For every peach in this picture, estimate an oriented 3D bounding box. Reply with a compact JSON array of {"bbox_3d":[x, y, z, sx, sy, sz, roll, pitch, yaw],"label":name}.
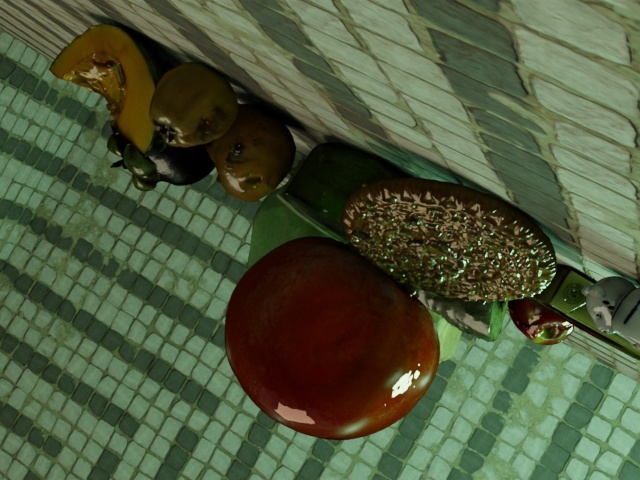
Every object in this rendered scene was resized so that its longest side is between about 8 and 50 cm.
[{"bbox_3d":[0.395,0.109,1.879,0.092,0.127,0.172,21,-152,-28],"label":"peach"}]

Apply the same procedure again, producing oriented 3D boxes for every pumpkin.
[{"bbox_3d":[-0.313,-0.285,1.749,0.312,0.169,0.148,38,-150,29],"label":"pumpkin"}]

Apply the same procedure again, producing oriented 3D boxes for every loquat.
[{"bbox_3d":[-0.197,-0.205,1.589,0.137,0.137,0.113,30,168,-16],"label":"loquat"}]

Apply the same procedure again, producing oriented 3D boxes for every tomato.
[{"bbox_3d":[0.018,0.152,1.596,0.325,0.290,0.293,39,180,9],"label":"tomato"}]

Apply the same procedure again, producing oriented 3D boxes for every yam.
[{"bbox_3d":[0.241,0.080,1.960,0.254,0.154,0.154,23,176,29],"label":"yam"}]

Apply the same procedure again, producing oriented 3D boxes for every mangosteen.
[{"bbox_3d":[-0.309,-0.202,2.105,0.243,0.243,0.243,29,179,1],"label":"mangosteen"}]

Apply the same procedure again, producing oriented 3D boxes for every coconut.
[{"bbox_3d":[0.000,0.000,2.073,0.281,0.328,0.328,23,179,3],"label":"coconut"}]

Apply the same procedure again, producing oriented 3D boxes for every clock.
[{"bbox_3d":[0.395,0.091,1.315,0.117,0.080,0.176,30,-179,2],"label":"clock"}]

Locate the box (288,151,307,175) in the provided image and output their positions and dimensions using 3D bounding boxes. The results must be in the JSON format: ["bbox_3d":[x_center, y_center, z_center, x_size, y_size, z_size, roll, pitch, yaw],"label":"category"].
[{"bbox_3d":[-0.065,-0.164,2.222,0.130,0.051,0.129,27,178,33],"label":"box"}]

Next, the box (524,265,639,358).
[{"bbox_3d":[0.443,0.118,1.636,0.240,0.071,0.159,29,-179,-11],"label":"box"}]

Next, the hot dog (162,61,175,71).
[{"bbox_3d":[-0.227,-0.252,1.895,0.235,0.062,0.092,35,160,-22],"label":"hot dog"}]

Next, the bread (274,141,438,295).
[{"bbox_3d":[0.086,-0.046,1.698,0.382,0.129,0.366,30,176,35],"label":"bread"}]

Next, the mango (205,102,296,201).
[{"bbox_3d":[-0.117,-0.148,1.717,0.151,0.156,0.249,0,-168,-9],"label":"mango"}]

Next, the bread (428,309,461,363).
[{"bbox_3d":[0.169,0.101,2.435,0.371,0.279,0.390,27,178,17],"label":"bread"}]

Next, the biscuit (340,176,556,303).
[{"bbox_3d":[0.169,0.010,1.401,0.305,0.038,0.305,16,155,8],"label":"biscuit"}]

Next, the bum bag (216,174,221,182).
[{"bbox_3d":[-0.153,-0.158,2.115,0.069,0.102,0.248,55,162,9],"label":"bum bag"}]
